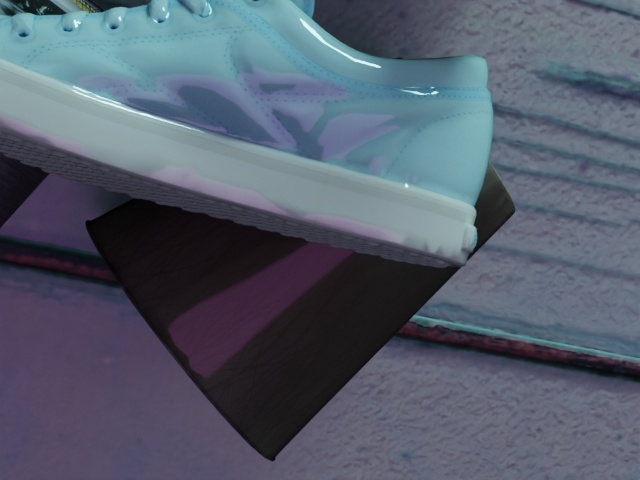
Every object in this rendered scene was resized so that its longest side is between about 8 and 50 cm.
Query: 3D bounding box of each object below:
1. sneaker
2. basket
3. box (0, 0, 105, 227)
[{"bbox_3d":[-0.075,-0.097,0.882,0.365,0.135,0.150,16,83,-12],"label":"sneaker"},{"bbox_3d":[0.000,0.000,1.010,0.227,0.154,0.204,-36,113,0],"label":"basket"},{"bbox_3d":[-0.249,-0.085,0.940,0.183,0.056,0.231,37,108,-27],"label":"box"}]
